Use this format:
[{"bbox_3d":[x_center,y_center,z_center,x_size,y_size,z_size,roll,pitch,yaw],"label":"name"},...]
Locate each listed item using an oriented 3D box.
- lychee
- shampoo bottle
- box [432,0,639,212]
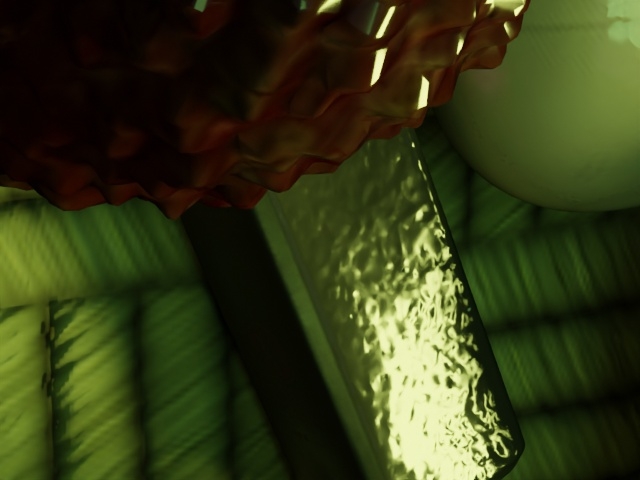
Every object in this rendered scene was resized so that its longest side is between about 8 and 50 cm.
[{"bbox_3d":[-0.058,-0.163,0.538,0.306,0.306,0.330,47,50,-32],"label":"lychee"},{"bbox_3d":[0.000,0.000,0.733,0.079,0.080,0.246,-34,117,-25],"label":"shampoo bottle"},{"bbox_3d":[0.160,-0.196,0.764,0.289,0.141,0.349,-15,108,-33],"label":"box"}]
